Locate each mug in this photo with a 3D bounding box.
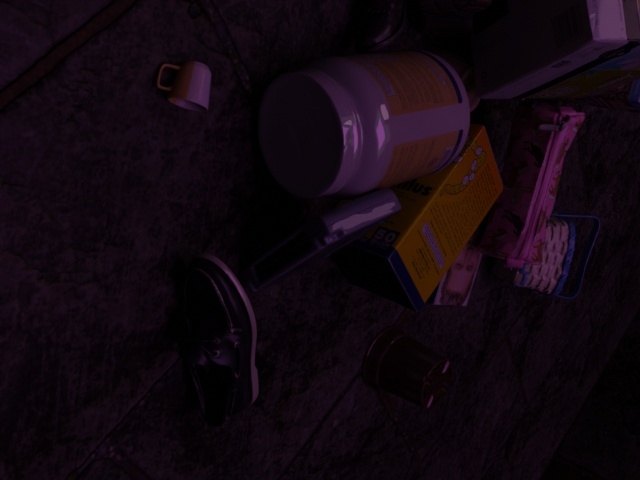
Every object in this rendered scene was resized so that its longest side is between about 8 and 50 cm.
[{"bbox_3d":[-0.197,-0.236,0.992,0.078,0.062,0.064,18,85,-56],"label":"mug"}]

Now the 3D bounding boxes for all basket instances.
[{"bbox_3d":[0.654,0.033,1.902,0.288,0.201,0.255,9,101,-17],"label":"basket"}]

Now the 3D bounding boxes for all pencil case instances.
[{"bbox_3d":[0.489,-0.127,1.552,0.167,0.160,0.386,3,104,-52],"label":"pencil case"}]

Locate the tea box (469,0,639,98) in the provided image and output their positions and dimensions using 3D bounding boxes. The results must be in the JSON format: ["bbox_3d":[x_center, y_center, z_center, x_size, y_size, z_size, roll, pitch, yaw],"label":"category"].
[{"bbox_3d":[0.520,-0.429,1.301,0.323,0.329,0.220,-6,87,-22],"label":"tea box"}]

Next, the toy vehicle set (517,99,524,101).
[{"bbox_3d":[0.507,-0.500,1.666,0.166,0.035,0.267,6,101,-48],"label":"toy vehicle set"}]

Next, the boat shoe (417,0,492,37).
[{"bbox_3d":[0.246,-0.486,1.241,0.355,0.132,0.130,-45,139,-88],"label":"boat shoe"}]

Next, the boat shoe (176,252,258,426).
[{"bbox_3d":[-0.188,0.183,1.127,0.113,0.127,0.340,-43,144,-43],"label":"boat shoe"}]

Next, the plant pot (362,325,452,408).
[{"bbox_3d":[0.216,0.311,1.593,0.167,0.165,0.167,-22,122,-41],"label":"plant pot"}]

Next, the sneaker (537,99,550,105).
[{"bbox_3d":[0.642,-0.330,1.879,0.188,0.066,0.071,24,105,-44],"label":"sneaker"}]

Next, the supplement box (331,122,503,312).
[{"bbox_3d":[0.195,-0.067,1.387,0.356,0.194,0.195,-52,137,-19],"label":"supplement box"}]

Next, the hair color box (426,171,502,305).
[{"bbox_3d":[0.328,-0.019,1.622,0.174,0.105,0.347,8,100,-49],"label":"hair color box"}]

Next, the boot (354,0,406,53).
[{"bbox_3d":[0.084,-0.494,1.175,0.229,0.091,0.263,46,61,-46],"label":"boot"}]

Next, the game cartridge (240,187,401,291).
[{"bbox_3d":[0.000,0.000,1.166,0.196,0.294,0.060,-19,81,-39],"label":"game cartridge"}]

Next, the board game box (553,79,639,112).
[{"bbox_3d":[0.748,-0.479,1.743,0.141,0.291,0.232,7,100,-49],"label":"board game box"}]

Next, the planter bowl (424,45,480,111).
[{"bbox_3d":[0.282,-0.333,1.436,0.162,0.109,0.162,-22,121,-42],"label":"planter bowl"}]

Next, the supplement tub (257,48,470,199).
[{"bbox_3d":[0.080,-0.205,1.166,0.331,0.241,0.241,-19,119,-42],"label":"supplement tub"}]
